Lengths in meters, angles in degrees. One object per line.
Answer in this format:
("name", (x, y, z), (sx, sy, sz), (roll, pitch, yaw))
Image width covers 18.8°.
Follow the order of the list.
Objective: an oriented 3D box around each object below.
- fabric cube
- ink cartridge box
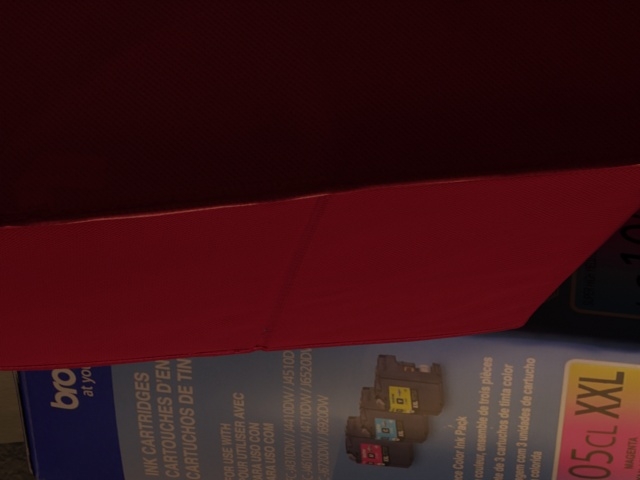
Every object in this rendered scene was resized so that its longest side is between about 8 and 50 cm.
("fabric cube", (-0.028, -0.100, 0.758), (0.259, 0.254, 0.258), (-5, 168, -8))
("ink cartridge box", (0.000, 0.000, 1.021), (0.395, 0.270, 0.151), (4, 131, 7))
